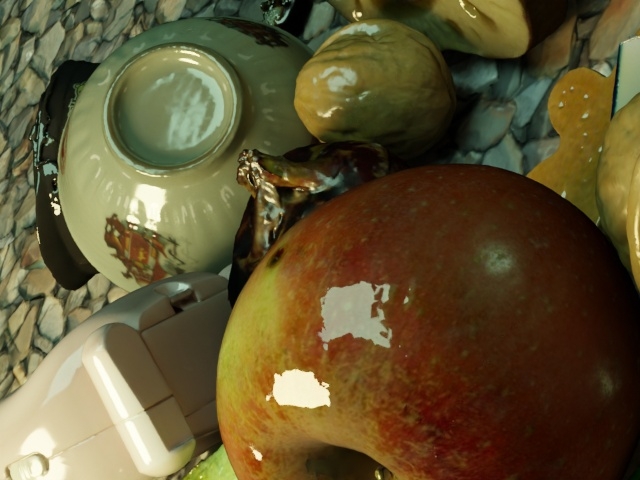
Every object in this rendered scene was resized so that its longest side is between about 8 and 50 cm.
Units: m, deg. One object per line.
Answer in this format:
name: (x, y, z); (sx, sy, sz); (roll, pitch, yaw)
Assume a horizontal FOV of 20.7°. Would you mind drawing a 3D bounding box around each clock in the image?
clock: (-0.210, 0.177, 1.756); (0.326, 0.342, 0.184); (-35, 80, 34)

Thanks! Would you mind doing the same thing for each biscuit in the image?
biscuit: (0.287, -0.103, 1.553); (0.339, 0.047, 0.216); (-55, 35, 9)

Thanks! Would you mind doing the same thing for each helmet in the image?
helmet: (-0.230, -0.081, 2.042); (0.160, 0.230, 0.278); (-4, 60, 9)

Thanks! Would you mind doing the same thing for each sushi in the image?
sushi: (-0.039, -0.279, 2.069); (0.046, 0.044, 0.083); (0, 68, 52)

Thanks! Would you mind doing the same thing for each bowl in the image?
bowl: (-0.138, -0.109, 1.837); (0.337, 0.157, 0.337); (-3, 72, 10)

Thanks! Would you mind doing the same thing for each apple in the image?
apple: (0.093, 0.111, 1.396); (0.348, 0.348, 0.277); (-20, 21, 42)

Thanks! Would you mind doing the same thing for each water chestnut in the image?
water chestnut: (0.000, 0.000, 1.685); (0.224, 0.238, 0.223); (-40, 30, 29)

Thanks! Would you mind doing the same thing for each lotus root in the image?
lotus root: (0.090, -0.331, 1.720); (0.111, 0.375, 0.390); (-37, -9, -23)

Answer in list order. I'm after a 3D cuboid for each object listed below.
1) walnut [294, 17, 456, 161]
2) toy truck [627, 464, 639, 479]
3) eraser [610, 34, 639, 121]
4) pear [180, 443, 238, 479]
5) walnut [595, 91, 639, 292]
walnut: (0.055, -0.149, 1.771); (0.166, 0.167, 0.149); (19, 108, 54)
toy truck: (0.286, 0.210, 1.294); (0.253, 0.114, 0.124); (-52, 23, 12)
eraser: (0.314, -0.141, 1.486); (0.150, 0.023, 0.103); (-15, 56, 45)
pear: (-0.072, 0.337, 1.602); (0.292, 0.159, 0.292); (-30, 48, 40)
walnut: (0.319, -0.026, 1.286); (0.224, 0.257, 0.257); (29, 90, 54)
